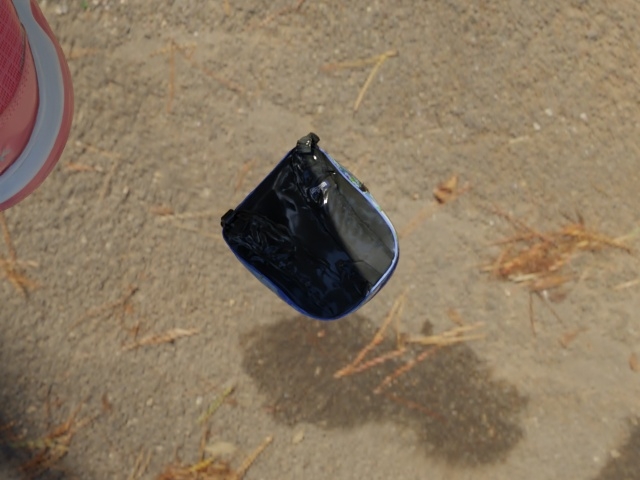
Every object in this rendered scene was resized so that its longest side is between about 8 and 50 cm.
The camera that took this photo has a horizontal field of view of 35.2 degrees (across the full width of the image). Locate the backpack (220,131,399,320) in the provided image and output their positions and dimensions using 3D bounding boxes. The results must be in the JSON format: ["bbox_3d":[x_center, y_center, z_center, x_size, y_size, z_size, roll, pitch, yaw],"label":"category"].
[{"bbox_3d":[0.000,0.000,0.741,0.114,0.084,0.105,44,89,9],"label":"backpack"}]

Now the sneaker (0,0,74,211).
[{"bbox_3d":[-0.188,-0.150,0.337,0.116,0.136,0.313,-33,96,-3],"label":"sneaker"}]
